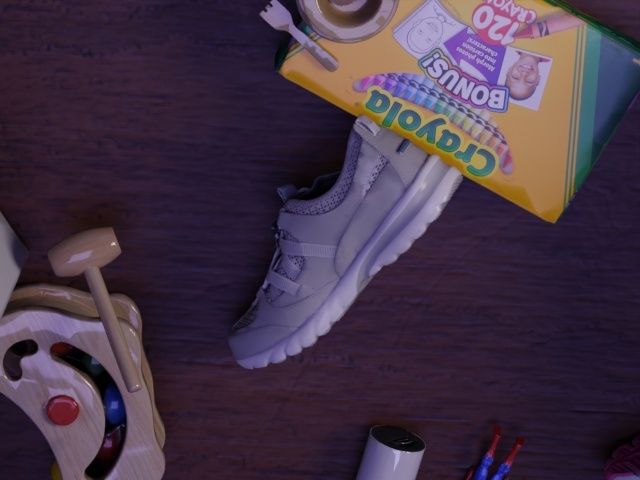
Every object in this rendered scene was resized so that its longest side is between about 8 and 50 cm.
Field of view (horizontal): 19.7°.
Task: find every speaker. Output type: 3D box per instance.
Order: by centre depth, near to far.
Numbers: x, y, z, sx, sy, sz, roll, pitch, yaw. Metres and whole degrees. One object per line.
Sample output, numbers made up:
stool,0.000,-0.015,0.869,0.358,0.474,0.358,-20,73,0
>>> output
speaker,0.054,0.241,1.712,0.055,0.055,0.136,14,108,-5

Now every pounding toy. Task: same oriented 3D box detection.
pounding toy,-0.228,0.128,1.620,0.154,0.155,0.269,-11,108,-1

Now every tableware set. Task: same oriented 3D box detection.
tableware set,-0.017,-0.232,1.472,0.194,0.039,0.128,39,104,-14

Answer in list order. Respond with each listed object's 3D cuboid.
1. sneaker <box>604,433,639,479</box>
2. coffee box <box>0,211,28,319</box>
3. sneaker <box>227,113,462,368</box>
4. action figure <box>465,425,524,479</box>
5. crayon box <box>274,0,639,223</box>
sneaker,0.384,0.233,1.686,0.252,0.103,0.111,1,107,0
coffee box,-0.488,0.015,1.488,0.338,0.334,0.337,-30,107,11
sneaker,0.000,0.000,1.597,0.115,0.105,0.281,43,120,-1
action figure,0.154,0.227,1.722,0.038,0.030,0.115,23,112,-2
crayon box,0.120,-0.154,1.566,0.278,0.081,0.165,28,106,-9
